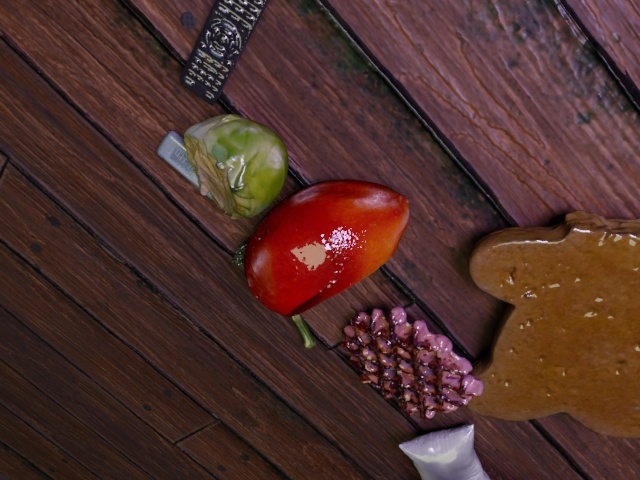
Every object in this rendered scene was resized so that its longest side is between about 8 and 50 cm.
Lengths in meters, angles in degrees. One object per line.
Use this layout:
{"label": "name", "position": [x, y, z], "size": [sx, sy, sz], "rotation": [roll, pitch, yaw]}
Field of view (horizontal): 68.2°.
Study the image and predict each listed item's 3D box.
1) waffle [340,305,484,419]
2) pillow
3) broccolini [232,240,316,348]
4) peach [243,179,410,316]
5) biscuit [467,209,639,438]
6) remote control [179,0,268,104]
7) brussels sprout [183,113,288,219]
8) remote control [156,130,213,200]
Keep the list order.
{"label": "waffle", "position": [0.141, 0.205, 0.794], "size": [0.234, 0.055, 0.221], "rotation": [42, 139, 0]}
{"label": "pillow", "position": [0.270, 0.458, 0.924], "size": [0.144, 0.078, 0.254], "rotation": [-23, 112, 17]}
{"label": "broccolini", "position": [-0.076, 0.100, 0.832], "size": [0.051, 0.054, 0.239], "rotation": [7, 134, 56]}
{"label": "peach", "position": [-0.004, 0.004, 0.684], "size": [0.267, 0.154, 0.159], "rotation": [-26, 109, 29]}
{"label": "biscuit", "position": [0.400, 0.133, 0.691], "size": [0.368, 0.076, 0.394], "rotation": [3, 124, 15]}
{"label": "remote control", "position": [-0.113, -0.288, 0.617], "size": [0.063, 0.025, 0.245], "rotation": [36, 124, -8]}
{"label": "brussels sprout", "position": [-0.109, -0.110, 0.671], "size": [0.151, 0.122, 0.149], "rotation": [4, 123, 57]}
{"label": "remote control", "position": [-0.202, -0.117, 0.753], "size": [0.124, 0.018, 0.053], "rotation": [41, 122, -10]}
